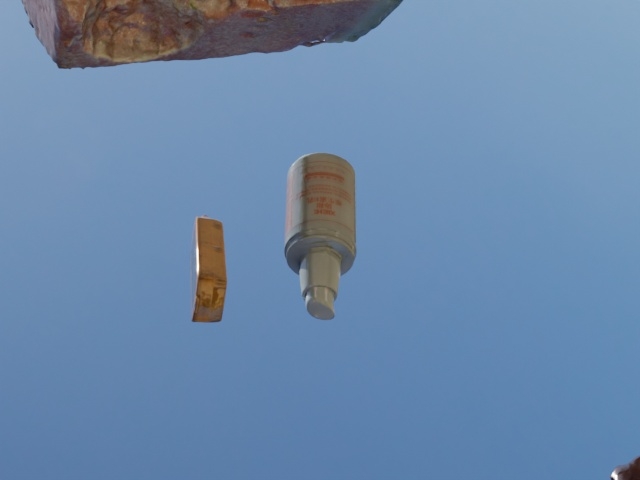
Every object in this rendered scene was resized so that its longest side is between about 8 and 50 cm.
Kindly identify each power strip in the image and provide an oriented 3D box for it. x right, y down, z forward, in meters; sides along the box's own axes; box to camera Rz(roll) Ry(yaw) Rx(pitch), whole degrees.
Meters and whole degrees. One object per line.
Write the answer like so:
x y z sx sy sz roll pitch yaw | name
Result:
-0.106 0.019 1.233 0.028 0.049 0.178 5 -154 -9 | power strip

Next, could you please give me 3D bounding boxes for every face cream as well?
0.000 0.000 1.794 0.101 0.101 0.252 31 -140 -29 | face cream

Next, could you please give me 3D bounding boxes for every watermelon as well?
-0.106 -0.199 0.953 0.318 0.148 0.226 25 -122 -7 | watermelon

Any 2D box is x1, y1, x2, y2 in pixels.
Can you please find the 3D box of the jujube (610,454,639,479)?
0.255 0.328 0.907 0.258 0.377 0.258 18 -172 -3 | jujube
